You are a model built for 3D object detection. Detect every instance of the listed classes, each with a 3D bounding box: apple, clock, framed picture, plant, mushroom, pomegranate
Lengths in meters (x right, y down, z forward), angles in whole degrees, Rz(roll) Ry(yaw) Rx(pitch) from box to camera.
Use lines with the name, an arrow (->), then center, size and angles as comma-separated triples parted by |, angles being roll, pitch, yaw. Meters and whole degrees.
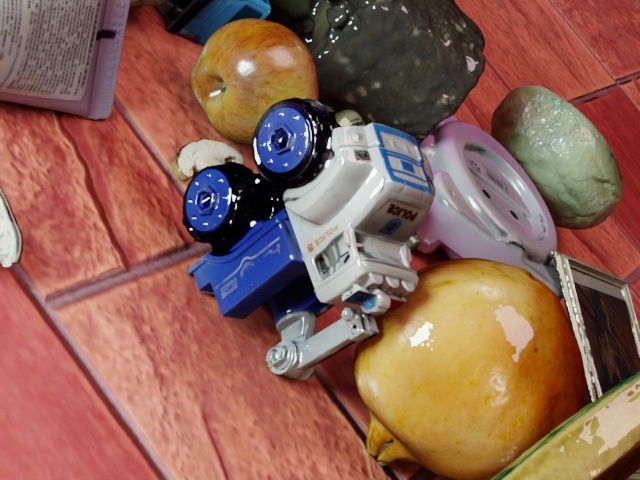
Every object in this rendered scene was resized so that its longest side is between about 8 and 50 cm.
apple -> -0.064, -0.154, 1.286 | 0.102, 0.126, 0.126 | -17, 68, -43
clock -> 0.189, -0.040, 1.550 | 0.227, 0.090, 0.248 | 36, 28, -24
framed picture -> 0.349, 0.153, 1.521 | 0.216, 0.016, 0.273 | 17, 56, -55
plant -> 0.045, -0.245, 1.482 | 0.276, 0.199, 0.188 | 40, 34, -12
mushroom -> -0.108, -0.072, 1.228 | 0.049, 0.019, 0.101 | 55, 30, 14
pomegranate -> 0.132, 0.116, 1.145 | 0.209, 0.209, 0.209 | 35, 30, -24

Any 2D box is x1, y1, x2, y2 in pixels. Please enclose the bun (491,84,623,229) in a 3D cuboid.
bun -> 0.304, -0.099, 1.729 | 0.221, 0.108, 0.221 | 45, -5, 5

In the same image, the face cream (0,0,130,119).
face cream -> -0.252, -0.173, 1.043 | 0.096, 0.154, 0.274 | 18, 14, 34

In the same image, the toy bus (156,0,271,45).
toy bus -> -0.128, -0.301, 1.416 | 0.106, 0.090, 0.185 | 21, 40, -44

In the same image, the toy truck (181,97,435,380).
toy truck -> 0.000, 0.000, 1.087 | 0.161, 0.213, 0.177 | 15, 47, -46

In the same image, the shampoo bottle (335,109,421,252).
shampoo bottle -> 0.049, -0.054, 1.368 | 0.162, 0.079, 0.079 | 55, 28, 11

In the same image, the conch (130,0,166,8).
conch -> -0.184, -0.296, 1.283 | 0.131, 0.200, 0.172 | 75, 13, -59

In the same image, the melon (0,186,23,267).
melon -> -0.285, -0.048, 0.905 | 0.182, 0.054, 0.098 | 27, 41, -35

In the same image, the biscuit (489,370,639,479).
biscuit -> 0.195, 0.199, 1.071 | 0.343, 0.287, 0.057 | -33, 69, -21
